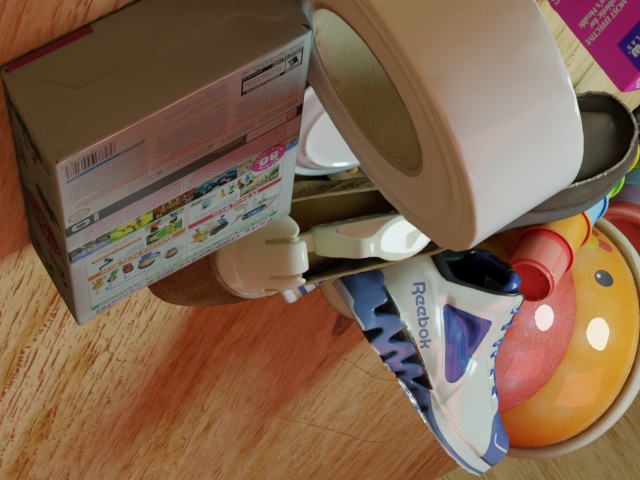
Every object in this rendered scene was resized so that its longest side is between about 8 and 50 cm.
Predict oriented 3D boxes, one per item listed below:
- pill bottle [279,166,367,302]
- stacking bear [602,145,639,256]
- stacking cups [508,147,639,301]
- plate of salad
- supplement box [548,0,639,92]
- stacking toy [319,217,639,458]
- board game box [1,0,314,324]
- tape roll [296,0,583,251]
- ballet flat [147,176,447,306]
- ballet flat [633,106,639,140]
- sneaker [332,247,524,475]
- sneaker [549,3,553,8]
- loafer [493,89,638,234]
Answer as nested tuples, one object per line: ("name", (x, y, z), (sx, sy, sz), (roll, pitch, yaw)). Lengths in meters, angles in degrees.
("pill bottle", (0.009, -0.016, 1.639), (0.169, 0.094, 0.094), (-34, 162, -3))
("stacking bear", (0.478, -0.056, 2.220), (0.175, 0.164, 0.289), (-17, -157, 39))
("stacking cups", (0.302, -0.039, 1.924), (0.316, 0.096, 0.096), (-50, 177, -44))
("plate of salad", (0.040, -0.132, 1.484), (0.200, 0.048, 0.200), (-22, 153, -12))
("supplement box", (0.249, -0.243, 1.292), (0.114, 0.220, 0.111), (-15, 153, -47))
("stacking toy", (0.172, 0.083, 1.944), (0.350, 0.351, 0.480), (-43, 145, 23))
("board game box", (-0.129, -0.074, 1.251), (0.224, 0.097, 0.303), (-28, 159, -18))
("tape roll", (0.072, -0.134, 1.151), (0.100, 0.286, 0.286), (-33, 162, -11))
("ballet flat", (0.000, 0.000, 1.514), (0.342, 0.116, 0.124), (-9, -165, -20))
("ballet flat", (0.424, -0.133, 2.157), (0.173, 0.049, 0.057), (-43, 160, 23))
("sneaker", (0.167, 0.117, 1.760), (0.182, 0.127, 0.315), (-33, 122, 4))
("sneaker", (0.295, -0.267, 1.457), (0.097, 0.135, 0.276), (-29, 160, -14))
("loafer", (0.238, -0.091, 1.794), (0.366, 0.134, 0.130), (-25, 156, -27))
